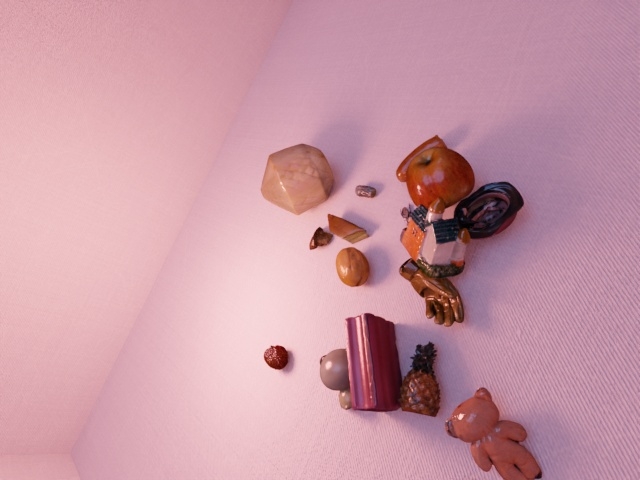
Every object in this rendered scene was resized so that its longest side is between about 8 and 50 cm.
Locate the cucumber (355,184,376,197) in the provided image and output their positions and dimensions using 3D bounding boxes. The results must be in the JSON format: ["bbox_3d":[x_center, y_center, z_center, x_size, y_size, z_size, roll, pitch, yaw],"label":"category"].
[{"bbox_3d":[0.235,-0.254,2.073,0.111,0.064,0.064,13,78,42],"label":"cucumber"}]

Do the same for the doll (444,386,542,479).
[{"bbox_3d":[0.569,0.653,1.319,0.201,0.156,0.303,-43,76,5],"label":"doll"}]

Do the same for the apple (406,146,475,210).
[{"bbox_3d":[0.489,-0.263,1.688,0.277,0.250,0.309,-31,6,-9],"label":"apple"}]

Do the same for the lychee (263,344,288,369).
[{"bbox_3d":[-0.220,0.585,2.013,0.123,0.123,0.129,-52,45,8],"label":"lychee"}]

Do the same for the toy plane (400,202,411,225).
[{"bbox_3d":[0.405,-0.118,1.885,0.049,0.031,0.121,-15,57,25],"label":"toy plane"}]

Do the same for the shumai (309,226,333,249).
[{"bbox_3d":[-0.010,0.000,2.148,0.105,0.139,0.123,41,131,14],"label":"shumai"}]

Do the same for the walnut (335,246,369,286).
[{"bbox_3d":[0.151,0.123,1.896,0.159,0.159,0.207,-34,52,24],"label":"walnut"}]

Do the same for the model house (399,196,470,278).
[{"bbox_3d":[0.469,-0.041,1.575,0.272,0.190,0.301,-116,24,-47],"label":"model house"}]

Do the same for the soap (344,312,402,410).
[{"bbox_3d":[0.220,0.490,1.604,0.128,0.233,0.360,-23,56,32],"label":"soap"}]

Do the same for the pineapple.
[{"bbox_3d":[0.388,0.511,1.514,0.157,0.157,0.279,-4,64,39],"label":"pineapple"}]

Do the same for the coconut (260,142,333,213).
[{"bbox_3d":[-0.144,-0.344,2.249,0.414,0.345,0.416,-14,40,12],"label":"coconut"}]

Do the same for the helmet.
[{"bbox_3d":[0.657,-0.097,1.579,0.253,0.154,0.199,-23,51,10],"label":"helmet"}]

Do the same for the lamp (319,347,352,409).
[{"bbox_3d":[0.101,0.585,1.711,0.197,0.197,0.244,-27,77,28],"label":"lamp"}]

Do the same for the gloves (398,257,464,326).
[{"bbox_3d":[0.453,0.204,1.607,0.154,0.141,0.331,-54,53,22],"label":"gloves"}]

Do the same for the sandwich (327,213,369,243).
[{"bbox_3d":[0.126,-0.052,2.046,0.258,0.094,0.096,30,88,43],"label":"sandwich"}]

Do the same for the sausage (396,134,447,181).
[{"bbox_3d":[0.471,-0.386,1.911,0.270,0.108,0.109,-41,48,18],"label":"sausage"}]
